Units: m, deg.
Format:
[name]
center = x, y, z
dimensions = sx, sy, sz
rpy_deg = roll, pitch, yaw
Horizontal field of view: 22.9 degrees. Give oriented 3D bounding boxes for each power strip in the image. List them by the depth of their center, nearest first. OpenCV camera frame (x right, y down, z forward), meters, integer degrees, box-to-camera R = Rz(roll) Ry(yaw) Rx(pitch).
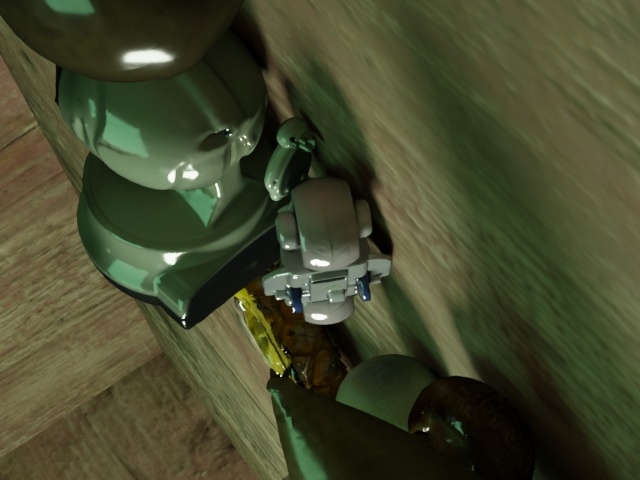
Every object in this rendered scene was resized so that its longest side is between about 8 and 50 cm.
[power strip]
center = -0.020, -0.064, 1.295
dimensions = 0.035, 0.055, 0.083
rpy_deg = 35, 143, 21

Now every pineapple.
[pineapple]
center = -0.031, 0.100, 1.726
dimensions = 0.225, 0.076, 0.225
rpy_deg = 57, 170, 16

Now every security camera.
[security camera]
center = -0.128, -0.087, 1.352
dimensions = 0.191, 0.197, 0.277
rpy_deg = 41, 157, 26

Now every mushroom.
[mushroom]
center = 0.116, 0.156, 1.236
dimensions = 0.109, 0.085, 0.126
rpy_deg = 26, 164, -17

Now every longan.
[longan]
center = -0.134, -0.200, 1.044
dimensions = 0.212, 0.198, 0.198
rpy_deg = 30, 155, 34

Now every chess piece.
[chess piece]
center = 0.080, 0.203, 1.449
dimensions = 0.133, 0.133, 0.243
rpy_deg = 44, 158, 48

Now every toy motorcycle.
[toy motorcycle]
center = 0.000, 0.000, 1.301
dimensions = 0.112, 0.112, 0.254
rpy_deg = 54, 170, 14

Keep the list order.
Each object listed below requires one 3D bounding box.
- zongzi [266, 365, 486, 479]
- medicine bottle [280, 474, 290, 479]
[zongzi]
center = 0.081, 0.268, 1.299
dimensions = 0.467, 0.218, 0.500
rpy_deg = 54, 168, -5
[medicine bottle]
center = 0.056, 0.385, 1.698
dimensions = 0.252, 0.252, 0.241
rpy_deg = 62, 169, -25
